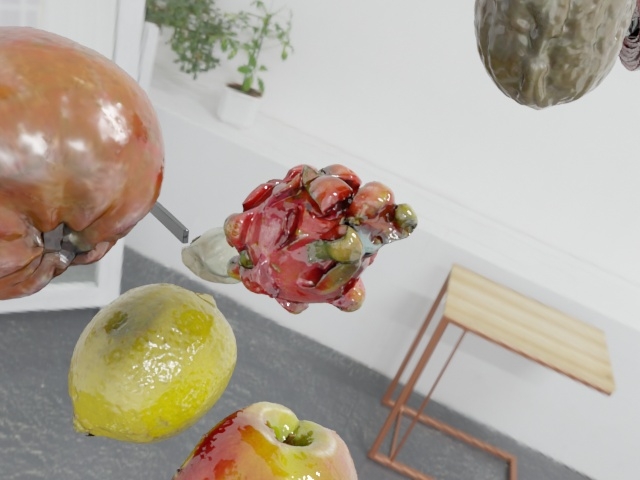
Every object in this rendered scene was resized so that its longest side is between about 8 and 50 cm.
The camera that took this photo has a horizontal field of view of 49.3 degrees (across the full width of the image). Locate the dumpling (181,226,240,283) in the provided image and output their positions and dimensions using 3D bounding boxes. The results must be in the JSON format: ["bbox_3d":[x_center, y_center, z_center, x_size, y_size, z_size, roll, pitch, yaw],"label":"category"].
[{"bbox_3d":[-0.207,0.034,1.556,0.199,0.136,0.118,-20,9,10],"label":"dumpling"}]

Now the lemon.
[{"bbox_3d":[-0.280,0.209,1.166,0.253,0.253,0.310,34,63,22],"label":"lemon"}]

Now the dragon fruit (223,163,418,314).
[{"bbox_3d":[-0.011,-0.012,1.046,0.228,0.307,0.243,-25,63,-37],"label":"dragon fruit"}]

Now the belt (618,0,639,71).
[{"bbox_3d":[0.517,-0.325,1.040,0.124,0.128,0.201,-6,15,13],"label":"belt"}]

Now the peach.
[{"bbox_3d":[-0.102,0.469,1.043,0.242,0.380,0.306,27,15,26],"label":"peach"}]

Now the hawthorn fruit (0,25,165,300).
[{"bbox_3d":[-0.309,-0.080,0.714,0.284,0.284,0.284,15,30,-9],"label":"hawthorn fruit"}]

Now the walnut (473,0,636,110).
[{"bbox_3d":[0.268,-0.257,0.813,0.178,0.230,0.178,-3,37,2],"label":"walnut"}]

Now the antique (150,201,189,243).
[{"bbox_3d":[-0.323,-0.046,1.466,0.015,0.031,0.192,-6,28,-36],"label":"antique"}]
